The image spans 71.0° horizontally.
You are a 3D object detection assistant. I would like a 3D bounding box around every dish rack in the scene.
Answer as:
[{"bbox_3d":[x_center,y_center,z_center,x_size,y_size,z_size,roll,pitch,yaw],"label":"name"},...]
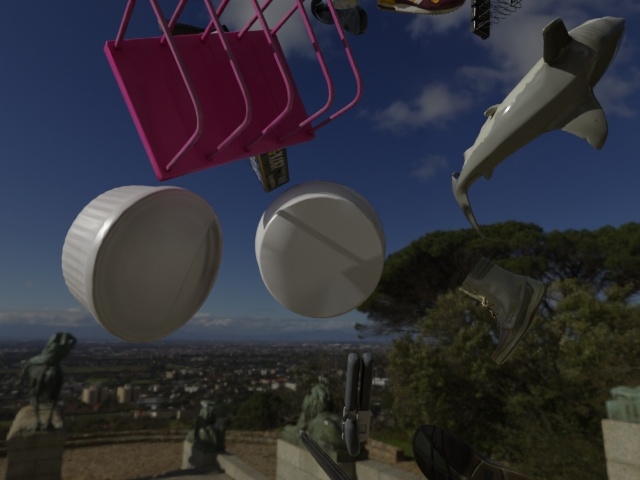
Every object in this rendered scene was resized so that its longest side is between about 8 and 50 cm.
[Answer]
[{"bbox_3d":[0.593,-0.815,1.462,0.074,0.208,0.271,3,-4,-21],"label":"dish rack"}]

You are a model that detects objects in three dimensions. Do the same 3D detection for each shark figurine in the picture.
[{"bbox_3d":[0.236,-0.115,0.487,0.278,0.116,0.166,-53,-21,26],"label":"shark figurine"}]

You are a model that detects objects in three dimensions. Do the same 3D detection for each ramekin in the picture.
[{"bbox_3d":[-0.306,0.029,0.778,0.127,0.273,0.273,17,-3,28],"label":"ramekin"}]

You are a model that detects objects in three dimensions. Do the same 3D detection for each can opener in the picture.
[{"bbox_3d":[0.103,0.441,1.194,0.076,0.283,0.095,1,20,-4],"label":"can opener"}]

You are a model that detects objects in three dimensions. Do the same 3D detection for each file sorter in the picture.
[{"bbox_3d":[-0.111,-0.240,0.647,0.291,0.202,0.182,-24,4,-36],"label":"file sorter"}]

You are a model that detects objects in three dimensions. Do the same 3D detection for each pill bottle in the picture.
[{"bbox_3d":[0.000,0.000,0.778,0.210,0.210,0.363,1,8,-1],"label":"pill bottle"}]

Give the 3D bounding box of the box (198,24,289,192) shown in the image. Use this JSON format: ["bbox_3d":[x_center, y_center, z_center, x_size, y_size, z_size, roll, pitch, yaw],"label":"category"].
[{"bbox_3d":[-0.170,-0.288,1.055,0.079,0.257,0.322,-30,-13,-10],"label":"box"}]

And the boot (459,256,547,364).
[{"bbox_3d":[0.387,0.153,1.009,0.165,0.213,0.077,28,-16,23],"label":"boot"}]

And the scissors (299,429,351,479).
[{"bbox_3d":[0.084,0.310,0.460,0.109,0.297,0.021,-21,9,32],"label":"scissors"}]

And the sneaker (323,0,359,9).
[{"bbox_3d":[0.066,-0.608,0.988,0.086,0.237,0.085,13,-23,12],"label":"sneaker"}]

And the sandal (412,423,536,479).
[{"bbox_3d":[0.255,0.379,0.733,0.219,0.090,0.060,16,-13,22],"label":"sandal"}]

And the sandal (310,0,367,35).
[{"bbox_3d":[0.040,-0.662,1.293,0.054,0.254,0.097,-23,-46,-24],"label":"sandal"}]

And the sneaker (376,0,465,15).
[{"bbox_3d":[0.204,-0.515,0.917,0.185,0.069,0.084,10,-47,16],"label":"sneaker"}]

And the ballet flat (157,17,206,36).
[{"bbox_3d":[-0.355,-0.564,1.203,0.057,0.049,0.173,-31,-6,33],"label":"ballet flat"}]
